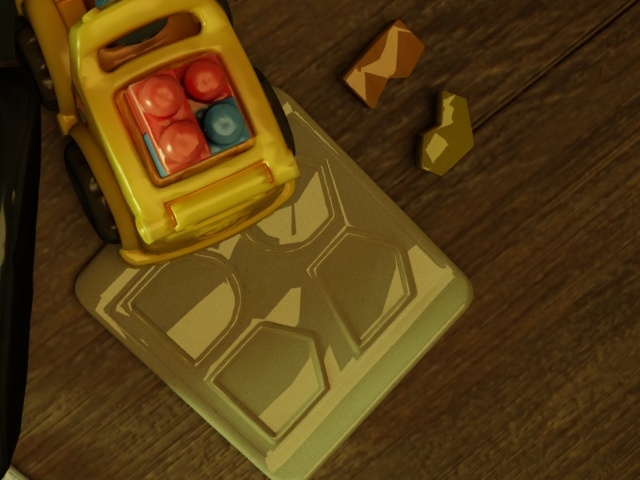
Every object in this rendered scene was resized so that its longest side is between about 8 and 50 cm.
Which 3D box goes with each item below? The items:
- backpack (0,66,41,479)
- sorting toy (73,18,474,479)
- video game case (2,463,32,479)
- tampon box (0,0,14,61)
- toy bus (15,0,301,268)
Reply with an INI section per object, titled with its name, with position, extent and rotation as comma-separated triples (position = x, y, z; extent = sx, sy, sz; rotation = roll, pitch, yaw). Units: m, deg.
[backpack]
position = -0.365, 0.030, 1.097
extent = 0.355, 0.273, 0.290
rotation = 6, 104, -4
[sorting toy]
position = 0.000, 0.000, 1.298
extent = 0.229, 0.041, 0.307
rotation = 44, 85, -14
[video game case]
position = -0.236, 0.275, 1.276
extent = 0.173, 0.022, 0.190
rotation = 42, 85, -19
[tampon box]
position = -0.247, -0.205, 1.103
extent = 0.101, 0.120, 0.161
rotation = -6, 141, -15
[toy bus]
position = -0.106, -0.103, 1.143
extent = 0.149, 0.211, 0.220
rotation = -24, 90, -8
